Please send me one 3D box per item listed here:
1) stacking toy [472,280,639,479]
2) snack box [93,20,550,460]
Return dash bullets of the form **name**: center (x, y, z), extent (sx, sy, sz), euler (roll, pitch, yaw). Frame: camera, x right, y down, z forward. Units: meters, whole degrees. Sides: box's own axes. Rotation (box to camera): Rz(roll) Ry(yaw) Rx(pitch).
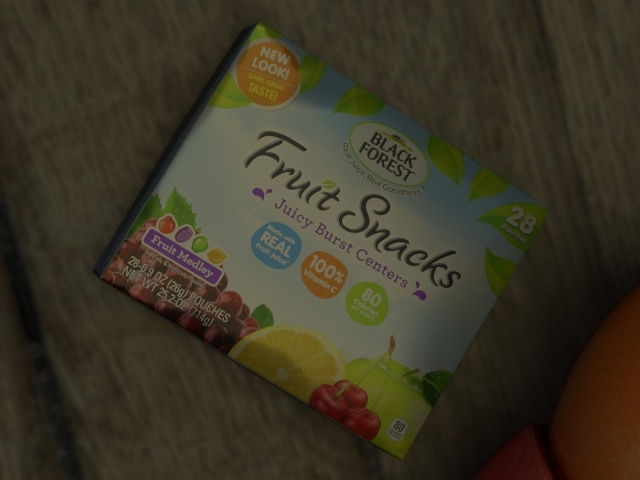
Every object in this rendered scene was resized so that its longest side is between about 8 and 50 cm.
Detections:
- **stacking toy**: center (0.128, 0.249, 0.961), extent (0.480, 0.350, 0.350), euler (-35, 98, 9)
- **snack box**: center (0.000, 0.000, 1.003), extent (0.207, 0.070, 0.174), euler (33, 85, -12)
